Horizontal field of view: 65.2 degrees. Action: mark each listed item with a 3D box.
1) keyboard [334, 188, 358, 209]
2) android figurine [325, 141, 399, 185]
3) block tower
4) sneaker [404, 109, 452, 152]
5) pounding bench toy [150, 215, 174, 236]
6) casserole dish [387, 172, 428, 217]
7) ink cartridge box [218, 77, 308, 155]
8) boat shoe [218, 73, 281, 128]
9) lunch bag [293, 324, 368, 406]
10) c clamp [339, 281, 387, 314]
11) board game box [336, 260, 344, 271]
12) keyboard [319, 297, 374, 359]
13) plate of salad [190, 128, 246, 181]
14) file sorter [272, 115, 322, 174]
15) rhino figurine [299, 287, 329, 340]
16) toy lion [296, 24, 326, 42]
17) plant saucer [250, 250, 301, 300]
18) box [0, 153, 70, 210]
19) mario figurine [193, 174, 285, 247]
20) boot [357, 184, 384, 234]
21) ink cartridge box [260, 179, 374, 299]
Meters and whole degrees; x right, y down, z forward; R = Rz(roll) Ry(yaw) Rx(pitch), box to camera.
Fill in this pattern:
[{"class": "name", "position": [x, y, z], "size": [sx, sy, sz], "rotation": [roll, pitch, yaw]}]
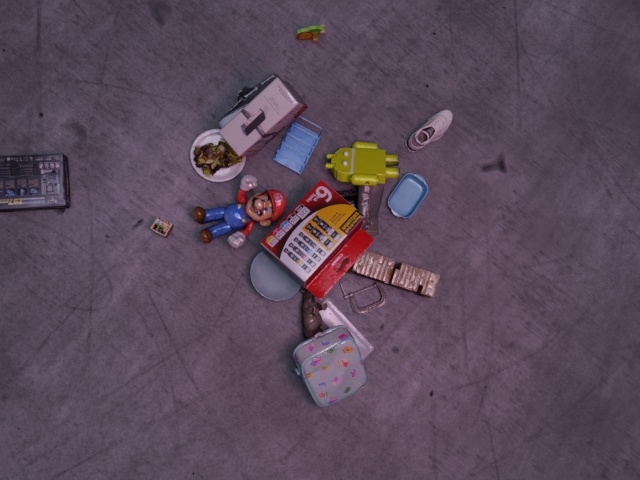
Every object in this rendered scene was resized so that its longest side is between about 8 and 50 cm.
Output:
[{"class": "keyboard", "position": [0.106, -0.149, 1.893], "size": [0.192, 0.038, 0.100], "rotation": [-7, 109, -12]}, {"class": "android figurine", "position": [0.153, -0.281, 1.838], "size": [0.273, 0.056, 0.248], "rotation": [6, 44, 4]}, {"class": "block tower", "position": [0.262, 0.121, 1.854], "size": [0.336, 0.091, 0.097], "rotation": [20, 80, -6]}, {"class": "sneaker", "position": [0.436, -0.431, 1.941], "size": [0.235, 0.095, 0.090], "rotation": [-43, 90, -13]}, {"class": "pounding bench toy", "position": [-0.555, -0.050, 1.738], "size": [0.065, 0.083, 0.052], "rotation": [28, 80, -6]}, {"class": "casserole dish", "position": [0.332, -0.170, 1.924], "size": [0.114, 0.037, 0.188], "rotation": [36, 80, -4]}, {"class": "ink cartridge box", "position": [-0.193, -0.418, 1.723], "size": [0.273, 0.197, 0.114], "rotation": [-38, 94, 14]}, {"class": "boat shoe", "position": [-0.258, -0.510, 1.827], "size": [0.301, 0.108, 0.102], "rotation": [-37, 89, -13]}, {"class": "lunch bag", "position": [0.031, 0.429, 1.713], "size": [0.224, 0.108, 0.279], "rotation": [-24, 125, -8]}, {"class": "c clamp", "position": [0.165, 0.203, 1.859], "size": [0.161, 0.022, 0.137], "rotation": [-15, 91, -8]}, {"class": "board game box", "position": [-0.006, 0.034, 1.825], "size": [0.194, 0.045, 0.146], "rotation": [11, 73, -13]}, {"class": "keyboard", "position": [0.088, 0.329, 1.844], "size": [0.072, 0.014, 0.256], "rotation": [-43, 92, -6]}, {"class": "plate of salad", "position": [-0.371, -0.312, 1.815], "size": [0.200, 0.048, 0.199], "rotation": [1, 85, -10]}, {"class": "file sorter", "position": [-0.083, -0.353, 1.840], "size": [0.118, 0.104, 0.170], "rotation": [28, 81, -5]}, {"class": "rhino figurine", "position": [-0.028, 0.249, 1.788], "size": [0.073, 0.106, 0.243], "rotation": [-2, 83, -37]}, {"class": "toy lion", "position": [-0.041, -0.787, 1.898], "size": [0.096, 0.100, 0.034], "rotation": [-2, 86, -29]}, {"class": "plant saucer", "position": [-0.158, 0.121, 1.800], "size": [0.195, 0.037, 0.194], "rotation": [4, 75, -17]}, {"class": "box", "position": [-0.982, -0.195, 1.695], "size": [0.233, 0.059, 0.183], "rotation": [-5, 85, -11]}, {"class": "mario figurine", "position": [-0.277, -0.103, 1.743], "size": [0.321, 0.170, 0.198], "rotation": [-19, 122, -3]}, {"class": "boot", "position": [0.145, -0.126, 1.844], "size": [0.190, 0.076, 0.208], "rotation": [-2, 106, -23]}, {"class": "ink cartridge box", "position": [0.000, 0.000, 1.720], "size": [0.272, 0.130, 0.309], "rotation": [40, 77, 9]}]
